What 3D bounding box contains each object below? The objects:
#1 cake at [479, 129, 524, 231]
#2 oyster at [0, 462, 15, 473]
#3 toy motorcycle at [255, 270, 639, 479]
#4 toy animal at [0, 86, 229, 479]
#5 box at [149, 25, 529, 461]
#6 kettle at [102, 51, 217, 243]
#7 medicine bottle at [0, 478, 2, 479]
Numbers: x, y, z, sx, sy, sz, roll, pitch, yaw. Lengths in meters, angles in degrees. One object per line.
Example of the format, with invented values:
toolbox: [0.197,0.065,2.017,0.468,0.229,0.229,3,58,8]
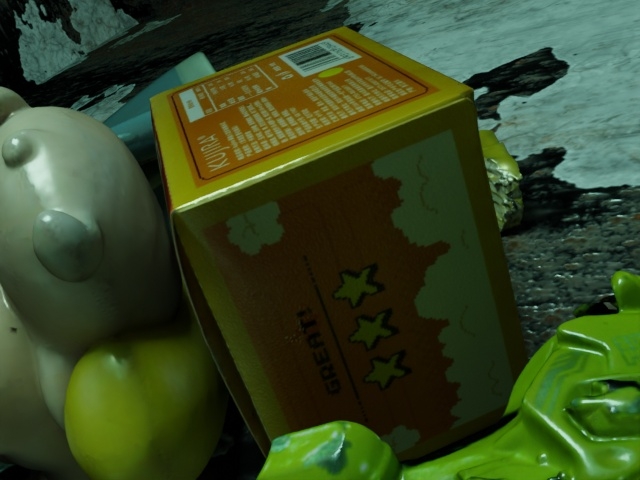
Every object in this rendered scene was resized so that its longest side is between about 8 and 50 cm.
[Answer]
cake: [0.147,-0.074,0.820,0.116,0.079,0.185,-5,33,7]
oyster: [-0.363,0.172,0.811,0.252,0.087,0.199,8,32,36]
toy motorcycle: [0.124,0.124,0.421,0.342,0.142,0.206,-24,11,8]
toy animal: [-0.221,0.087,0.604,0.247,0.345,0.277,-17,45,3]
box: [0.000,0.000,0.614,0.214,0.259,0.283,-20,27,-5]
kettle: [-0.211,-0.028,0.824,0.342,0.319,0.247,-33,71,0]
medicine bottle: [-0.325,0.244,0.589,0.255,0.152,0.152,-4,34,34]
